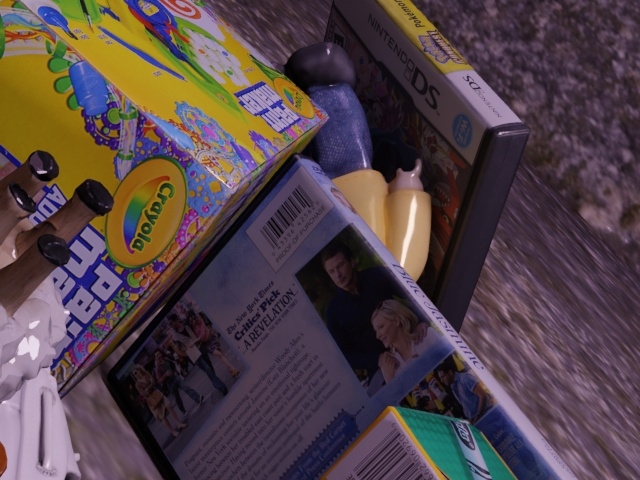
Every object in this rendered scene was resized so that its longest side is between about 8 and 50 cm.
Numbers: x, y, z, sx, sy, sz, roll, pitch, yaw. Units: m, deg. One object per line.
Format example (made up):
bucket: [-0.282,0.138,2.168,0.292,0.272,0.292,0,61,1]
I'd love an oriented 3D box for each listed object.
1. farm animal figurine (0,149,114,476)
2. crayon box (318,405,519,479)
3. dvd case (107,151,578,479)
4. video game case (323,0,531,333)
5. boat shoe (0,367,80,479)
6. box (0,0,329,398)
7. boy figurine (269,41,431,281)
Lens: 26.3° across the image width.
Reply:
farm animal figurine: [-0.235,0.014,0.375,0.330,0.172,0.327,41,21,-20]
crayon box: [0.067,0.226,0.566,0.081,0.165,0.278,20,27,-52]
dvd case: [0.001,0.100,0.712,0.022,0.180,0.253,16,30,-54]
video game case: [0.057,-0.051,1.128,0.035,0.275,0.248,-9,44,-27]
boat shoe: [-0.145,0.098,0.569,0.084,0.095,0.258,39,26,-25]
box: [-0.172,-0.085,0.800,0.279,0.177,0.290,42,15,0]
boy figurine: [0.000,0.000,1.035,0.092,0.177,0.285,58,19,-65]
